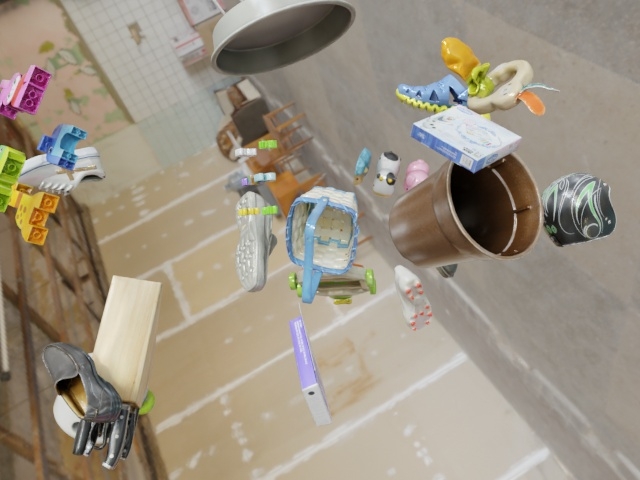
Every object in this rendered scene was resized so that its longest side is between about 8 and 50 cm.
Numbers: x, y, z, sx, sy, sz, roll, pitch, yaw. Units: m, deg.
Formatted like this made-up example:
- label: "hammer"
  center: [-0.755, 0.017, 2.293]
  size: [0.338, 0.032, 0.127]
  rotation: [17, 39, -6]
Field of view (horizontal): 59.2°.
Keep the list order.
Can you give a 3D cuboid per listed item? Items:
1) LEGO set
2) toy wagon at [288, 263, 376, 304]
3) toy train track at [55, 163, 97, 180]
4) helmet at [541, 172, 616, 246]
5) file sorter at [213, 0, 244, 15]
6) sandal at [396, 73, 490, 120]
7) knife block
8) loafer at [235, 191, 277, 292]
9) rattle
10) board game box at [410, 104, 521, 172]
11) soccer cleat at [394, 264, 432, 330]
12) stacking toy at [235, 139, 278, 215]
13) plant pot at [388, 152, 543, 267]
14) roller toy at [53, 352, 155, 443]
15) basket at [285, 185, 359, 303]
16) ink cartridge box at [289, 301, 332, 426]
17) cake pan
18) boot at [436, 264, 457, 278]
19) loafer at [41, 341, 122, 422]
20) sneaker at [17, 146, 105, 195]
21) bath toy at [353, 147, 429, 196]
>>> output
- label: "LEGO set"
  center: [-0.339, -0.071, 0.627]
  size: [0.093, 0.227, 0.087]
  rotation: [16, 174, 39]
- label: "toy wagon"
  center: [0.050, 0.148, 1.878]
  size: [0.344, 0.268, 0.068]
  rotation: [62, -153, -70]
- label: "toy train track"
  center: [-0.510, -0.151, 1.179]
  size: [0.014, 0.083, 0.048]
  rotation: [-97, 0, -48]
- label: "helmet"
  center: [0.605, -0.078, 1.340]
  size: [0.169, 0.170, 0.161]
  rotation: [180, 75, -82]
- label: "file sorter"
  center: [-0.119, -0.666, 1.441]
  size: [0.173, 0.278, 0.192]
  rotation: [49, -139, -24]
- label: "sandal"
  center: [0.401, -0.469, 1.815]
  size: [0.126, 0.318, 0.138]
  rotation: [-101, 21, -77]
- label: "knife block"
  center: [-0.345, 0.231, 0.959]
  size: [0.242, 0.088, 0.275]
  rotation: [-102, 24, -66]
- label: "loafer"
  center: [-0.165, 0.004, 1.529]
  size: [0.112, 0.112, 0.319]
  rotation: [23, -134, -33]
- label: "rattle"
  center: [0.304, -0.291, 0.967]
  size: [0.199, 0.130, 0.142]
  rotation: [-97, -18, -66]
- label: "board game box"
  center: [0.166, -0.118, 0.642]
  size: [0.090, 0.090, 0.020]
  rotation: [39, 140, 30]
- label: "soccer cleat"
  center: [0.213, 0.134, 1.308]
  size: [0.076, 0.068, 0.196]
  rotation: [59, 172, 46]
- label: "stacking toy"
  center: [-0.144, -0.143, 1.339]
  size: [0.221, 0.052, 0.166]
  rotation: [2, 96, 62]
- label: "plant pot"
  center: [0.194, -0.037, 0.803]
  size: [0.166, 0.167, 0.165]
  rotation: [61, 150, -1]
- label: "roller toy"
  center: [-0.528, 0.377, 1.349]
  size: [0.209, 0.146, 0.191]
  rotation: [38, -158, 21]
- label: "basket"
  center: [0.000, 0.000, 1.532]
  size: [0.289, 0.201, 0.254]
  rotation: [-72, -11, -58]
- label: "ink cartridge box"
  center: [-0.030, 0.285, 1.295]
  size: [0.206, 0.045, 0.208]
  rotation: [-108, 4, -50]
- label: "cake pan"
  center: [-0.078, -0.402, 1.079]
  size: [0.293, 0.293, 0.054]
  rotation: [157, 93, -83]
- label: "boot"
  center: [0.313, -0.036, 1.126]
  size: [0.076, 0.209, 0.189]
  rotation: [-6, -101, -59]
- label: "loafer"
  center: [-0.371, 0.209, 0.847]
  size: [0.170, 0.062, 0.061]
  rotation: [31, -177, 25]
- label: "sneaker"
  center: [-0.621, -0.151, 1.326]
  size: [0.094, 0.258, 0.091]
  rotation: [-26, 93, 44]
- label: "bath toy"
  center: [0.280, -0.196, 1.739]
  size: [0.129, 0.349, 0.151]
  rotation: [89, -168, -81]
